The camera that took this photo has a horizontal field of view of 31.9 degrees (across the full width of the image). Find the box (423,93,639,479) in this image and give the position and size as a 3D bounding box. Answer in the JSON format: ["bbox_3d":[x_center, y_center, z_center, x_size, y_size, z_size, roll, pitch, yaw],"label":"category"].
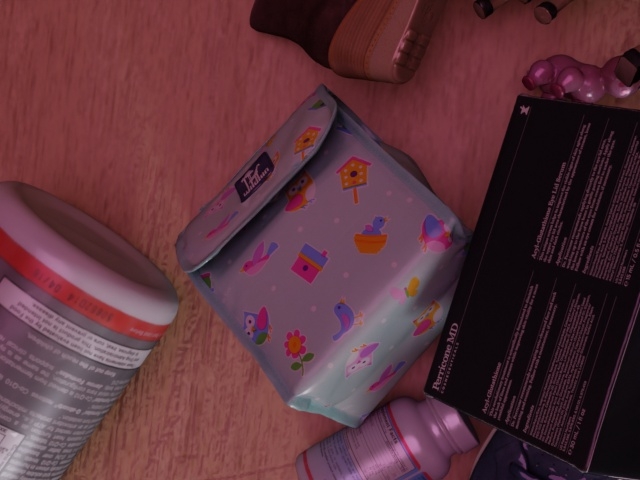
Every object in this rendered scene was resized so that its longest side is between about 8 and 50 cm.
[{"bbox_3d":[0.207,0.031,0.872,0.184,0.103,0.261,20,93,52],"label":"box"}]

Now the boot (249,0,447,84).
[{"bbox_3d":[0.049,-0.276,1.034,0.207,0.090,0.248,32,96,39],"label":"boot"}]

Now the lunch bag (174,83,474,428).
[{"bbox_3d":[0.000,0.000,1.027,0.223,0.160,0.262,-47,57,9],"label":"lunch bag"}]

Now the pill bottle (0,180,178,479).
[{"bbox_3d":[-0.315,0.143,1.050,0.210,0.210,0.363,36,94,9],"label":"pill bottle"}]

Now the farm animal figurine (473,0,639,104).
[{"bbox_3d":[0.314,-0.179,0.932,0.172,0.327,0.330,-38,87,-17],"label":"farm animal figurine"}]

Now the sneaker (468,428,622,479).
[{"bbox_3d":[0.151,0.291,0.960,0.131,0.148,0.350,26,106,13],"label":"sneaker"}]

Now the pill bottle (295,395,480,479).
[{"bbox_3d":[0.064,0.201,1.044,0.160,0.087,0.087,-31,83,7],"label":"pill bottle"}]
